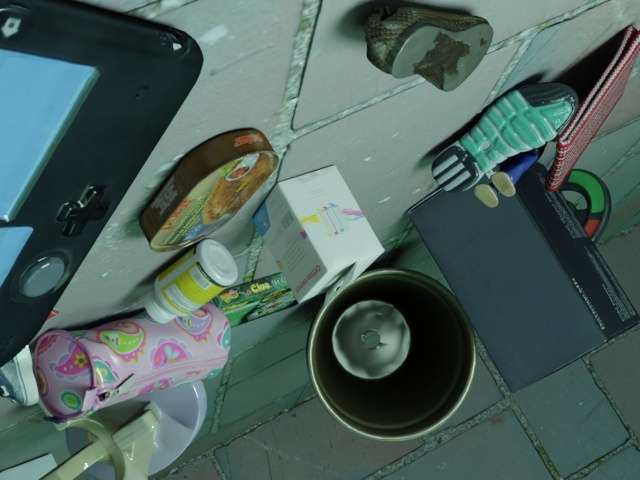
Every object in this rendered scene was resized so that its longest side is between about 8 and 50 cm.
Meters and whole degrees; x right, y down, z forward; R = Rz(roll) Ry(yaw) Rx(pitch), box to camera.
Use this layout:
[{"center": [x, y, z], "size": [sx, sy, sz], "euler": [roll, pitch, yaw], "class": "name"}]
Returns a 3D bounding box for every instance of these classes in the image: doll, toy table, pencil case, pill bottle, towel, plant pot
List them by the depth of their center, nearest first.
[{"center": [-0.164, 0.054, 1.199], "size": [0.116, 0.065, 0.065], "euler": [-35, 165, 24], "class": "pill bottle"}, {"center": [-0.242, 0.156, 1.285], "size": [0.124, 0.124, 0.284], "euler": [-38, 165, 30], "class": "pencil case"}, {"center": [0.294, -0.125, 1.400], "size": [0.129, 0.046, 0.189], "euler": [-36, -170, 50], "class": "doll"}, {"center": [0.388, -0.181, 1.403], "size": [0.199, 0.031, 0.275], "euler": [-56, 166, -3], "class": "towel"}, {"center": [-0.310, 0.299, 1.457], "size": [0.274, 0.252, 0.161], "euler": [-47, 176, 24], "class": "toy table"}, {"center": [0.122, 0.213, 1.928], "size": [0.323, 0.323, 0.280], "euler": [-29, -178, -5], "class": "plant pot"}]

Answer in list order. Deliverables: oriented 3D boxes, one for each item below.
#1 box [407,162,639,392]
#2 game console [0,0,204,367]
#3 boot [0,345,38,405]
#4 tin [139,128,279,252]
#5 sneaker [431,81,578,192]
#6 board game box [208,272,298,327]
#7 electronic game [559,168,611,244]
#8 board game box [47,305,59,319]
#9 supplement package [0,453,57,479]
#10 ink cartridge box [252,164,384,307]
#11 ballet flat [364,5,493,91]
[{"center": [0.352, 0.048, 1.643], "size": [0.179, 0.343, 0.312], "euler": [-35, 165, 23], "class": "box"}, {"center": [-0.271, -0.015, 0.608], "size": [0.342, 0.060, 0.386], "euler": [-49, 160, 21], "class": "game console"}, {"center": [-0.382, 0.153, 1.132], "size": [0.086, 0.069, 0.190], "euler": [-17, 155, -20], "class": "boot"}, {"center": [-0.117, -0.049, 0.990], "size": [0.106, 0.040, 0.189], "euler": [-22, 165, -45], "class": "tin"}, {"center": [0.251, -0.154, 1.329], "size": [0.223, 0.083, 0.098], "euler": [-31, -173, 28], "class": "sneaker"}, {"center": [-0.102, 0.096, 1.556], "size": [0.259, 0.030, 0.136], "euler": [-16, 163, -45], "class": "board game box"}, {"center": [0.448, -0.038, 1.852], "size": [0.229, 0.229, 0.048], "euler": [-35, 127, 22], "class": "electronic game"}, {"center": [-0.377, 0.071, 0.847], "size": [0.193, 0.053, 0.305], "euler": [-31, 166, 1], "class": "board game box"}, {"center": [-0.575, 0.583, 1.829], "size": [0.199, 0.263, 0.198], "euler": [-15, 160, -46], "class": "supplement package"}, {"center": [0.000, 0.000, 1.172], "size": [0.090, 0.143, 0.092], "euler": [-20, 164, -33], "class": "ink cartridge box"}, {"center": [0.102, -0.187, 0.922], "size": [0.084, 0.058, 0.250], "euler": [-60, 160, 22], "class": "ballet flat"}]
